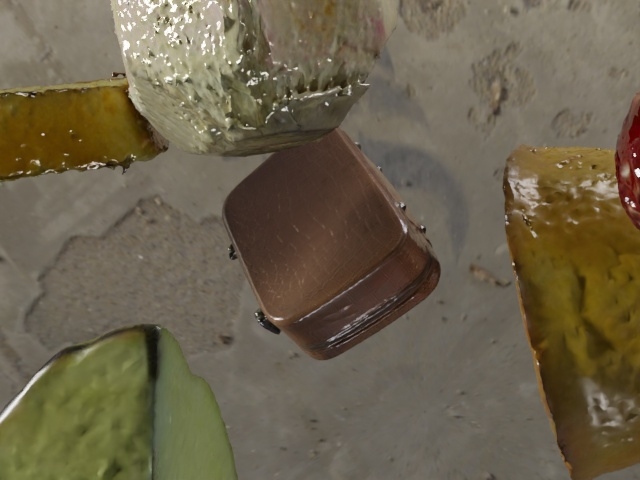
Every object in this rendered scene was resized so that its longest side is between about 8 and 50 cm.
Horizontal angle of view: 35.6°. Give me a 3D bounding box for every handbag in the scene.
[{"bbox_3d":[0.000,0.000,0.814,0.151,0.072,0.193,-39,43,6],"label":"handbag"}]

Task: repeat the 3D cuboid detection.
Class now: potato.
[{"bbox_3d":[-0.082,0.108,0.403,0.081,0.120,0.149,-2,86,10],"label":"potato"}]

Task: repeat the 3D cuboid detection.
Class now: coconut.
[{"bbox_3d":[-0.043,-0.151,0.615,0.194,0.194,0.194,-1,80,6],"label":"coconut"}]

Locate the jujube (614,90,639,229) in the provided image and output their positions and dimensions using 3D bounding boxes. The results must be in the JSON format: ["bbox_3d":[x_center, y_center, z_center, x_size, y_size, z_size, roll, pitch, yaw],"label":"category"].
[{"bbox_3d":[0.207,-0.011,0.502,0.104,0.104,0.166,-21,109,2],"label":"jujube"}]

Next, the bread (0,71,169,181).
[{"bbox_3d":[-0.185,-0.077,0.675,0.187,0.103,0.065,-6,102,-14],"label":"bread"}]

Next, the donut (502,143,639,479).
[{"bbox_3d":[0.213,0.046,0.758,0.108,0.277,0.277,-13,79,13],"label":"donut"}]
